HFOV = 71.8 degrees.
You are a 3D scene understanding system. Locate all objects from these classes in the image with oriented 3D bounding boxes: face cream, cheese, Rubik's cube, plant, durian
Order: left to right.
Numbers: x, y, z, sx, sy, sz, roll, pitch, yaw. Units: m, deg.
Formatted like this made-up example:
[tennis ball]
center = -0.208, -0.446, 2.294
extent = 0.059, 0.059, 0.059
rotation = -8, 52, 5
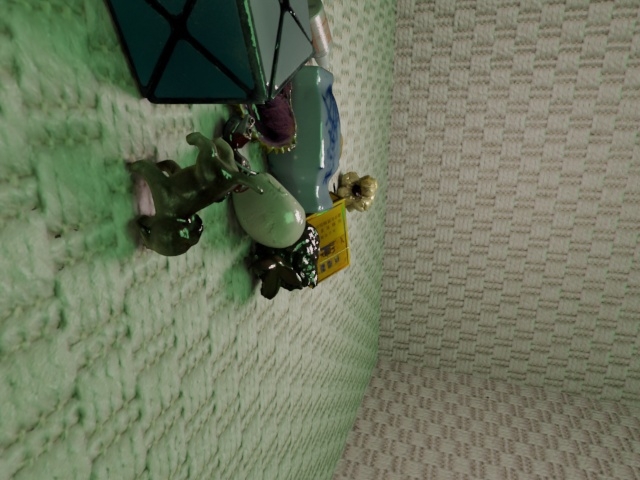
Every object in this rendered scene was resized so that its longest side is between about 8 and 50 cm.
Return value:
[Rubik's cube]
center = -0.172, -0.395, 0.746
extent = 0.255, 0.260, 0.259
rotation = -67, 153, -45
[durian]
center = -0.137, -0.344, 1.098
extent = 0.186, 0.153, 0.261
rotation = -103, -173, -73
[cheese]
center = -0.130, -0.069, 1.139
extent = 0.154, 0.189, 0.198
rotation = -50, 157, -1
[plant]
center = -0.096, 0.057, 1.267
extent = 0.204, 0.178, 0.234
rotation = 80, 17, -47
[face cream]
center = -0.013, -0.645, 1.421
extent = 0.252, 0.101, 0.101
rotation = 57, 43, -64

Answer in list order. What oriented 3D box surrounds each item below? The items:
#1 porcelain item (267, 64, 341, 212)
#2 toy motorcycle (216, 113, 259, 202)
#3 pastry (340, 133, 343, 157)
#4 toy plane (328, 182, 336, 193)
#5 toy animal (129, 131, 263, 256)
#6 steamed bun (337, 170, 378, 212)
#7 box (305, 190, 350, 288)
[porcelain item]
center = -0.047, -0.291, 1.306
extent = 0.242, 0.178, 0.405
rotation = -31, 122, -68
[toy motorcycle]
center = -0.191, -0.187, 0.983
extent = 0.082, 0.122, 0.213
rotation = 30, 65, -56
[pastry]
center = 0.033, -0.355, 1.684
extent = 0.166, 0.088, 0.166
rotation = 6, 90, -71
[toy plane]
center = -0.003, -0.085, 1.693
extent = 0.182, 0.107, 0.273
rotation = -67, 171, -62
[toy animal]
center = -0.240, -0.087, 0.797
extent = 0.169, 0.233, 0.121
rotation = 54, 9, 1
[steamed bun]
center = 0.156, -0.214, 2.010
extent = 0.106, 0.177, 0.192
rotation = -14, 123, -62
[box]
center = 0.000, 0.000, 1.559
extent = 0.192, 0.084, 0.302
rotation = -28, 132, -25
